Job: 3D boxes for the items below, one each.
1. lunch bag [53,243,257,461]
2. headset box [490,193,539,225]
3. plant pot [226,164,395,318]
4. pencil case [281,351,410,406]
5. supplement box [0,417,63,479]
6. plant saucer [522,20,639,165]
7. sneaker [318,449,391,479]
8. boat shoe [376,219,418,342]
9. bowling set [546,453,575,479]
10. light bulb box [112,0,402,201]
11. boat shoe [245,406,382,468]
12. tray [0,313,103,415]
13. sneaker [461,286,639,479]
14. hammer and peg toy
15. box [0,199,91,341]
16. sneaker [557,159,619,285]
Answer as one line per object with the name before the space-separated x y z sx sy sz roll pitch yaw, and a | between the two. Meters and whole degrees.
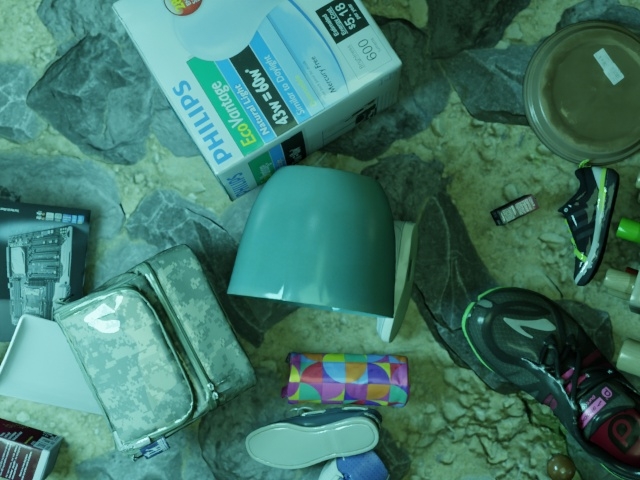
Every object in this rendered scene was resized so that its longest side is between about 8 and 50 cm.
lunch bag | -0.290 0.191 1.741 0.256 0.212 0.305 -27 94 -23
headset box | 0.365 -0.059 1.883 0.083 0.062 0.032 -27 92 -2
plant pot | 0.000 0.000 1.756 0.293 0.293 0.235 9 85 -3
pencil case | 0.047 0.255 1.851 0.236 0.104 0.104 3 90 -1
supplement box | -0.594 0.359 1.796 0.239 0.130 0.073 18 89 -4
plant saucer | 0.521 -0.280 1.904 0.278 0.041 0.278 0 89 -3
sneaker | 0.000 0.509 1.803 0.315 0.182 0.127 -41 93 -2
boat shoe | 0.125 0.073 1.871 0.081 0.079 0.227 11 91 21
bowling set | 0.459 0.516 1.867 0.287 0.200 0.154 12 129 -3
light bulb box | -0.104 -0.320 1.751 0.361 0.225 0.358 -32 80 -3
boat shoe | -0.011 0.351 1.849 0.254 0.079 0.095 -16 103 16
tray | -0.443 0.222 1.785 0.270 0.030 0.145 23 89 -45
sneaker | 0.467 0.254 1.818 0.483 0.202 0.185 39 87 -3
hammer and peg toy | 0.585 0.057 1.812 0.127 0.266 0.361 18 90 19
box | -0.547 0.051 1.727 0.076 0.307 0.242 5 89 38
sneaker | 0.492 -0.033 1.896 0.097 0.084 0.235 13 88 21
